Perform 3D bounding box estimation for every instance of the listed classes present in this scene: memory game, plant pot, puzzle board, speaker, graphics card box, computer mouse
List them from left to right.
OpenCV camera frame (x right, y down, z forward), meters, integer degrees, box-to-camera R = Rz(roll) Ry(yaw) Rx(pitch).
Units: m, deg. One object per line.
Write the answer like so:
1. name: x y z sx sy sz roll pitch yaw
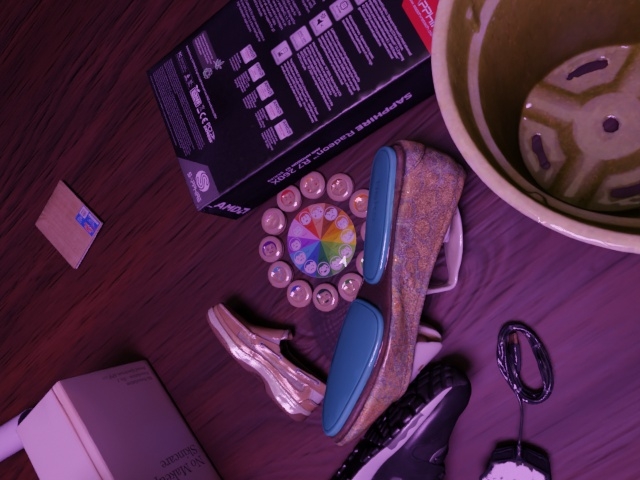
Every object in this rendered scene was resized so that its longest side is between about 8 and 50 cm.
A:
1. speaker: -0.530 0.337 0.802 0.136 0.055 0.055 -32 75 19
2. puzzle board: -0.428 -0.028 0.801 0.128 0.011 0.096 39 101 20
3. graphics card box: -0.031 -0.213 0.588 0.371 0.094 0.232 -30 74 18
4. memory game: 0.000 0.000 0.611 0.186 0.012 0.186 -1 87 24
5. computer mouse: 0.211 0.210 0.500 0.071 0.041 0.241 2 82 25
6. plant pot: 0.251 -0.121 0.375 0.276 0.254 0.275 -2 86 24

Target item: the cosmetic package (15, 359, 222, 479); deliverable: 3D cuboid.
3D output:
1. cosmetic package: -0.239 0.325 0.620 0.113 0.160 0.309 -46 72 14

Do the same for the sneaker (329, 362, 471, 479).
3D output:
1. sneaker: 0.098 0.267 0.522 0.124 0.107 0.283 35 105 6

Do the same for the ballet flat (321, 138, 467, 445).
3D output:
1. ballet flat: 0.090 0.066 0.522 0.123 0.123 0.348 13 94 24

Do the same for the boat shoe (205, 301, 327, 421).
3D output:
1. boat shoe: -0.065 0.140 0.611 0.190 0.068 0.072 43 92 10
